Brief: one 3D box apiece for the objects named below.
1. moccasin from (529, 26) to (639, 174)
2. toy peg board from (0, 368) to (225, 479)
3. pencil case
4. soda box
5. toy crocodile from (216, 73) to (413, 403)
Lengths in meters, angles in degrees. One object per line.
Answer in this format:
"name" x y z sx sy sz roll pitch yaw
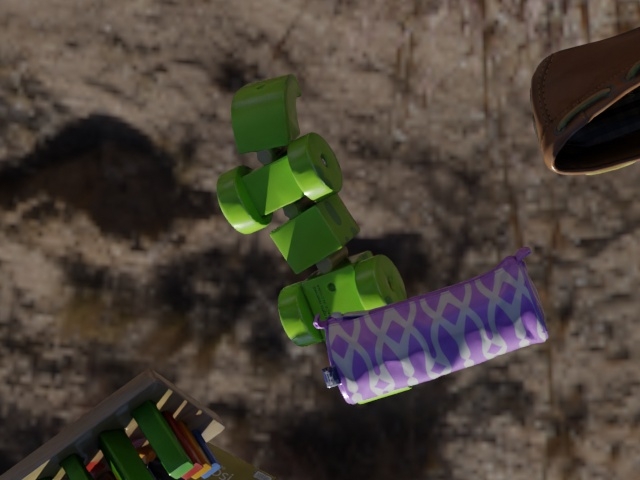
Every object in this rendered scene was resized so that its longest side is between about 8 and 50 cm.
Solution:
"moccasin" 0.371 -0.153 1.471 0.380 0.147 0.139 -15 131 11
"toy peg board" -0.157 0.202 1.371 0.161 0.079 0.160 -36 153 2
"pencil case" 0.099 0.077 1.480 0.206 0.088 0.086 -18 -173 3
"soda box" -0.135 0.255 1.799 0.181 0.058 0.061 24 138 25
"toy crocodile" 0.000 0.000 1.646 0.115 0.340 0.105 -25 -176 25
